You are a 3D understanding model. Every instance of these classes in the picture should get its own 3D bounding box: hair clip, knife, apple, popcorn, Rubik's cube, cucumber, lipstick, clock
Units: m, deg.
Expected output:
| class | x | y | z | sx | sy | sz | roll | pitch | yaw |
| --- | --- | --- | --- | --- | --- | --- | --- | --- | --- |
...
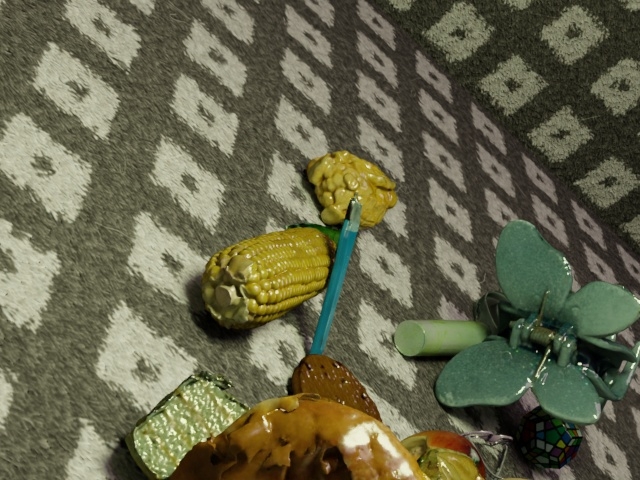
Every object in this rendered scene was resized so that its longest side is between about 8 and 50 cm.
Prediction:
| class | x | y | z | sx | sy | sz | roll | pitch | yaw |
| --- | --- | --- | --- | --- | --- | --- | --- | --- | --- |
| hair clip | 0.455 | 0.207 | 2.323 | 0.318 | 0.392 | 0.238 | 19 | -11 | 26 |
| knife | 0.024 | 0.064 | 1.995 | 0.026 | 0.297 | 0.044 | 15 | -4 | 19 |
| apple | 0.161 | 0.388 | 1.838 | 0.199 | 0.199 | 0.199 | 39 | 27 | -24 |
| popcorn | 0.065 | -0.102 | 2.402 | 0.194 | 0.140 | 0.163 | 35 | 23 | -26 |
| Rubik's cube | 0.462 | 0.397 | 2.400 | 0.133 | 0.112 | 0.133 | 38 | 26 | -22 |
| cucumber | 0.000 | 0.000 | 2.247 | 0.250 | 0.056 | 0.056 | 11 | 45 | -56 |
| lipstick | 0.252 | 0.195 | 2.372 | 0.304 | 0.076 | 0.076 | 6 | 49 | -57 |
| clock | 0.435 | 0.214 | 2.690 | 0.226 | 0.049 | 0.226 | 37 | 28 | -24 |

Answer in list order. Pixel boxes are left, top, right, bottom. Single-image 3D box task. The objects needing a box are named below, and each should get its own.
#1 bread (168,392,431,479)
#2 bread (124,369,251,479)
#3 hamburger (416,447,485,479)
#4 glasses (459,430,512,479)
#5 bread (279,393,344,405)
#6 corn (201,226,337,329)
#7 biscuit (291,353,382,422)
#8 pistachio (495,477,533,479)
| class | x | y | z | sx | sy | sz | roll | pitch | yaw |
| --- | --- | --- | --- | --- | --- | --- | --- | --- | --- |
| bread | -0.014 | 0.367 | 1.423 | 0.358 | 0.336 | 0.204 | 56 | 2 | 5 |
| bread | -0.175 | 0.247 | 1.517 | 0.156 | 0.110 | 0.103 | -32 | 78 | -27 |
| hamburger | 0.174 | 0.442 | 1.622 | 0.265 | 0.134 | 0.285 | 48 | 28 | -15 |
| glasses | 0.320 | 0.418 | 2.234 | 0.140 | 0.062 | 0.104 | 20 | 60 | -48 |
| bread | -0.006 | 0.333 | 1.667 | 0.253 | 0.142 | 0.227 | 12 | 38 | -51 |
| corn | -0.076 | 0.052 | 1.944 | 0.144 | 0.144 | 0.387 | 52 | 23 | 4 |
| biscuit | 0.031 | 0.279 | 1.925 | 0.212 | 0.036 | 0.212 | 39 | 28 | -26 |
| pistachio | 0.349 | 0.493 | 1.985 | 0.299 | 0.187 | 0.188 | 13 | 44 | -48 |
